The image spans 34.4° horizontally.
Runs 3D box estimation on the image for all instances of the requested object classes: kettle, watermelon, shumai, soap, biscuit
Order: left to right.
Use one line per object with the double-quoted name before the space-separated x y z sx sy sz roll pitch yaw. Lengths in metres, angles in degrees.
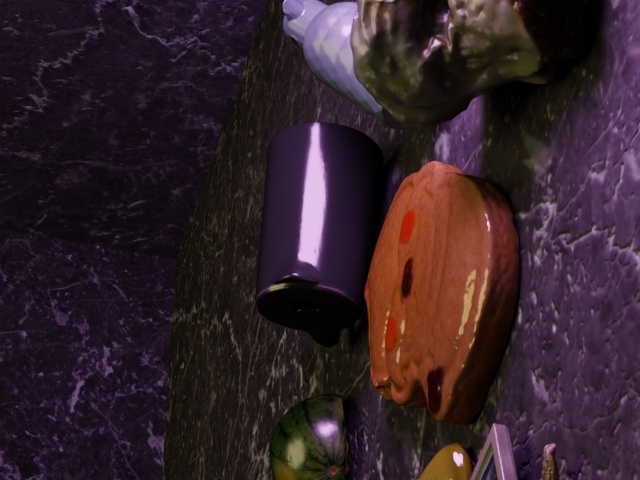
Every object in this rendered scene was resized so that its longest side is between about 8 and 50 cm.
"watermelon" -0.022 0.356 1.741 0.232 0.127 0.204 -114 33 -73
"kettle" -0.013 -0.004 1.760 0.262 0.203 0.308 123 157 -60
"biscuit" 0.149 0.061 1.441 0.455 0.078 0.350 174 110 -74
"soap" 0.151 0.316 1.294 0.089 0.045 0.140 -91 19 -46
"shumai" 0.220 -0.277 1.267 0.263 0.304 0.309 13 91 40

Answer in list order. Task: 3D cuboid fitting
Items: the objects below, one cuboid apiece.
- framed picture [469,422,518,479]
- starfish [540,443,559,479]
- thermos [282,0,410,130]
"framed picture" 0.163 0.396 1.138 0.240 0.020 0.324 -87 11 -57
"starfish" 0.213 0.366 1.038 0.231 0.048 0.295 -110 33 -61
"thermos" 0.066 -0.290 1.627 0.286 0.182 0.145 38 94 36
